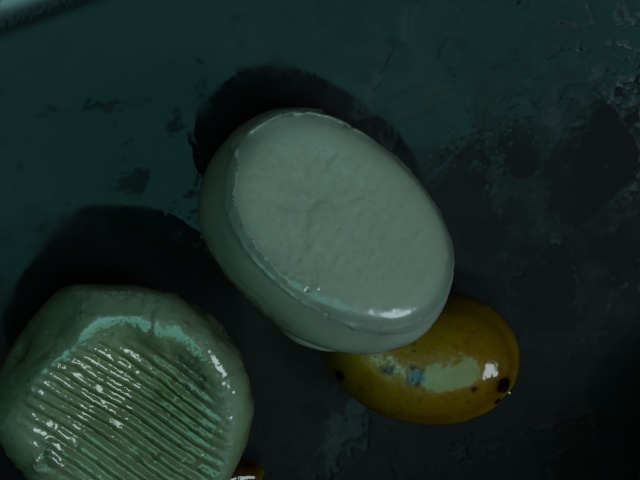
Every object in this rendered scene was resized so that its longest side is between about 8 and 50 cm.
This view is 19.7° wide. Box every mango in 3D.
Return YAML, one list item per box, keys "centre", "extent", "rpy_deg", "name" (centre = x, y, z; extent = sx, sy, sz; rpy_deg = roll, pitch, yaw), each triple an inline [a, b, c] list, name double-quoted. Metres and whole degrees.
- centre: [0.084, 0.102, 1.610]
  extent: [0.178, 0.090, 0.115]
  rpy_deg: [4, 97, -3]
  name: "mango"

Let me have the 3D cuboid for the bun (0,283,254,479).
- centre: [-0.163, 0.124, 1.570]
  extent: [0.231, 0.133, 0.231]
  rpy_deg: [-2, 117, -4]
  name: "bun"

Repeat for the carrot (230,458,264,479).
- centre: [-0.119, 0.214, 1.652]
  extent: [0.139, 0.048, 0.048]
  rpy_deg: [0, 109, -6]
  name: "carrot"

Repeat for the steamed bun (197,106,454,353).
- centre: [0.000, 0.000, 1.531]
  extent: [0.228, 0.131, 0.177]
  rpy_deg: [36, 61, -8]
  name: "steamed bun"

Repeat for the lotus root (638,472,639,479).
- centre: [0.413, 0.181, 1.624]
  extent: [0.291, 0.193, 0.193]
  rpy_deg: [-33, 109, 6]
  name: "lotus root"
